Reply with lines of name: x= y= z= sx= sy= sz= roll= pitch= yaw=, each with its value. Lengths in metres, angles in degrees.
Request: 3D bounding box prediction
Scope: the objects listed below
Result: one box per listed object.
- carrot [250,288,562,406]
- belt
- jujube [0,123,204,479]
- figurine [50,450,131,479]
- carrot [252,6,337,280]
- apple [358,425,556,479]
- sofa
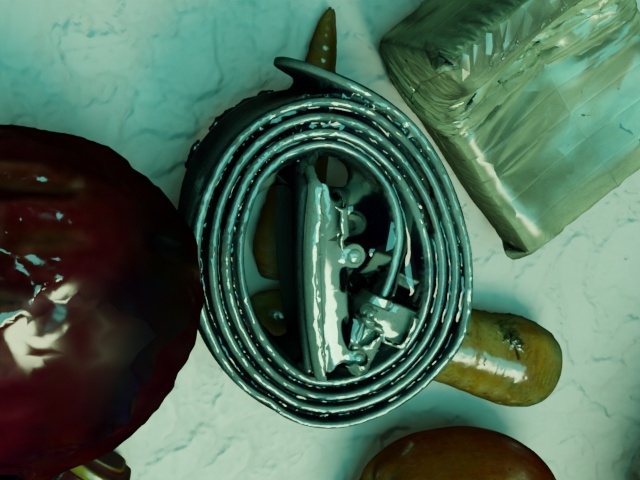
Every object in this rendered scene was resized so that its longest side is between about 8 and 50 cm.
carrot: x=0.055 y=0.075 z=1.021 sx=0.298 sy=0.078 sz=0.078 roll=12 pitch=99 yaw=-15
belt: x=0.000 y=0.000 z=0.907 sx=0.206 sy=0.116 sz=0.267 roll=-17 pitch=105 yaw=-9
jujube: x=-0.266 y=0.045 z=0.827 sx=0.377 sy=0.258 sz=0.258 roll=1 pitch=102 yaw=-8
figurine: x=-0.207 y=0.226 z=0.955 sx=0.082 sy=0.098 sz=0.154 roll=35 pitch=88 yaw=-25
carrot: x=-0.012 y=-0.073 z=0.978 sx=0.048 sy=0.048 sz=0.216 roll=11 pitch=95 yaw=-19
apple: x=0.106 y=0.226 z=1.031 sx=0.158 sy=0.147 sz=0.156 roll=26 pitch=127 yaw=-11
sofa: x=0.185 y=-0.118 z=0.955 sx=0.210 sy=0.176 sz=0.225 roll=-37 pitch=110 yaw=-7
